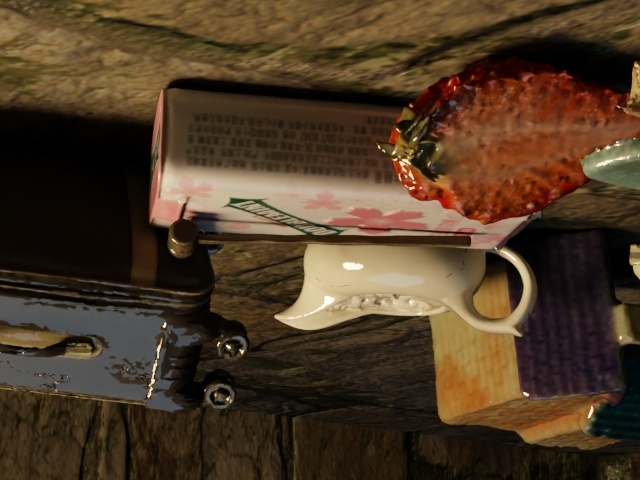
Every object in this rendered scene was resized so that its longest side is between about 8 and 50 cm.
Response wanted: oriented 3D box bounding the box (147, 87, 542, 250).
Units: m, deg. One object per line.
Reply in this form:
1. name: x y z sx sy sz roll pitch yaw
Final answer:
1. box: 0.024 -0.067 1.755 0.370 0.112 0.190 3 168 -9

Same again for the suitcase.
1. suitcase: -0.297 0.028 1.854 0.434 0.194 0.283 7 -151 -15

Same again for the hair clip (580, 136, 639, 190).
1. hair clip: 0.415 0.009 1.482 0.318 0.238 0.392 -13 173 36

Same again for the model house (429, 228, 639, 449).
1. model house: 0.336 0.119 2.261 0.312 0.245 0.280 10 158 -32

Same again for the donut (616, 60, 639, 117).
1. donut: 0.326 -0.134 1.467 0.117 0.065 0.166 9 167 -24

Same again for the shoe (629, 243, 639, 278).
1. shoe: 0.497 0.041 2.120 0.211 0.132 0.342 6 174 39

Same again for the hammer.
1. hammer: 0.000 0.000 1.757 0.292 0.029 0.058 1 169 -6

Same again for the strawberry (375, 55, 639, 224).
1. strawberry: 0.163 -0.104 1.589 0.236 0.106 0.175 9 129 -30

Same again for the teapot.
1. teapot: 0.103 0.041 2.126 0.300 0.165 0.208 9 159 21
